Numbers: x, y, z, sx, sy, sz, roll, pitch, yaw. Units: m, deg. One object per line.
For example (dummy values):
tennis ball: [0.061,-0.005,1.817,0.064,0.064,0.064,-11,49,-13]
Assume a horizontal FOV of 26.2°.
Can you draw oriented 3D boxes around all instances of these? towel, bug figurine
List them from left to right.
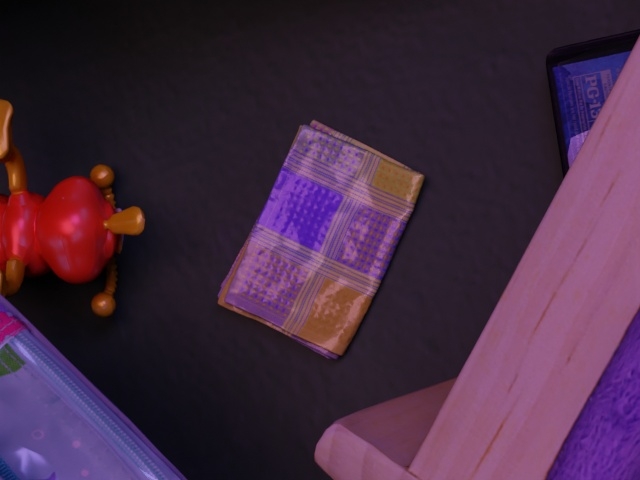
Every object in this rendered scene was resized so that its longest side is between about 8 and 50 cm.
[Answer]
bug figurine: [-0.167,-0.093,0.576,0.216,0.072,0.279,-1,77,13]
towel: [0.000,0.000,0.540,0.060,0.009,0.083,28,92,21]

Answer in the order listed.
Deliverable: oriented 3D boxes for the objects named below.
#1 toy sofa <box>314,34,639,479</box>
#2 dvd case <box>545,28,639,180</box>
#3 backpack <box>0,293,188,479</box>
toy sofa: [0.165,-0.048,0.343,0.177,0.150,0.362,34,110,25]
dvd case: [0.213,-0.004,0.461,0.253,0.022,0.180,-11,79,18]
backpack: [-0.129,0.153,0.446,0.253,0.191,0.225,44,141,23]
